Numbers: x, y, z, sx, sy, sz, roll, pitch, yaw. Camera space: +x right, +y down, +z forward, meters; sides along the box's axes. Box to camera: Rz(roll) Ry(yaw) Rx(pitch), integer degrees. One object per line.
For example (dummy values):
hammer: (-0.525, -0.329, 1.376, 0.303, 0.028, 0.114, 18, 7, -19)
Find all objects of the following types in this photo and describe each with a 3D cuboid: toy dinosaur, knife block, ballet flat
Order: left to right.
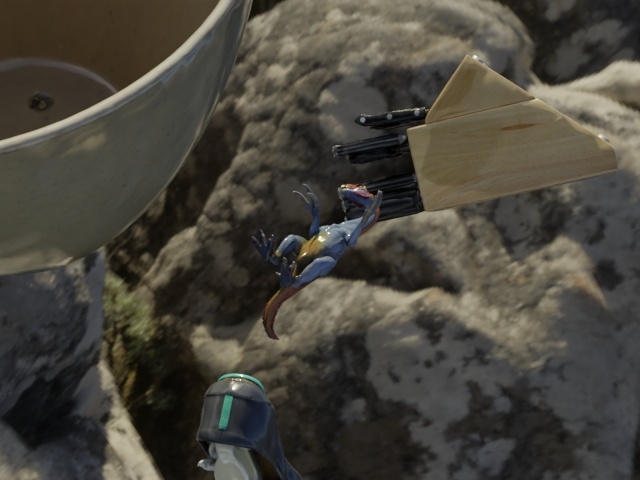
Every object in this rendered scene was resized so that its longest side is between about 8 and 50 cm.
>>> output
ballet flat: (-0.054, 0.188, 0.917, 0.074, 0.203, 0.074, -7, 45, 7)
toy dinosaur: (0.000, 0.000, 0.666, 0.047, 0.090, 0.082, 39, 34, 29)
knife block: (0.157, -0.069, 1.319, 0.275, 0.088, 0.242, 34, 100, 10)

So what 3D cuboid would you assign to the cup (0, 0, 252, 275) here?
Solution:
cup: (-0.194, -0.109, 0.691, 0.331, 0.237, 0.331, 1, 57, -1)
